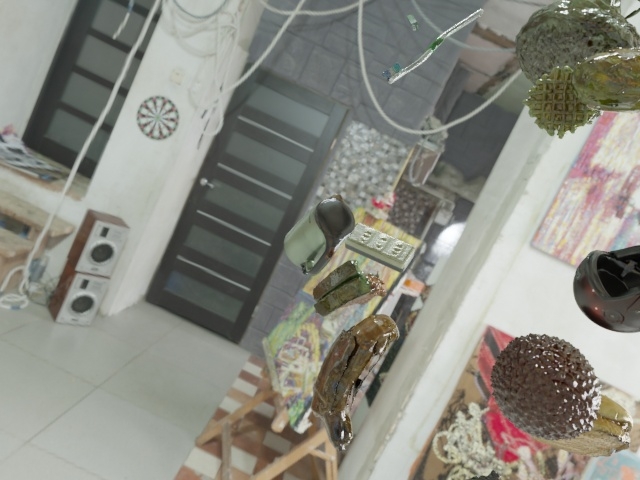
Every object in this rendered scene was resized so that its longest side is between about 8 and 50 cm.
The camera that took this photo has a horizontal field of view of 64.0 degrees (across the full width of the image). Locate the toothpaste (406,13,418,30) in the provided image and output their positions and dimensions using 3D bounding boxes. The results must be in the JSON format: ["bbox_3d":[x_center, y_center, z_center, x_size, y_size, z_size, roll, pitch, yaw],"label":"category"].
[{"bbox_3d":[0.248,-0.588,1.380,0.083,0.017,0.020,-92,163,-53],"label":"toothpaste"}]

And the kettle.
[{"bbox_3d":[0.000,0.000,1.696,0.165,0.240,0.255,18,-31,-22],"label":"kettle"}]

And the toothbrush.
[{"bbox_3d":[0.337,-0.566,1.484,0.040,0.418,0.042,53,-19,-1],"label":"toothbrush"}]

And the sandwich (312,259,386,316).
[{"bbox_3d":[0.080,0.142,1.481,0.160,0.185,0.109,14,48,-58],"label":"sandwich"}]

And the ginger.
[{"bbox_3d":[0.063,0.297,1.141,0.133,0.309,0.107,30,0,-23],"label":"ginger"}]

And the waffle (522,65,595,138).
[{"bbox_3d":[0.667,-0.383,1.421,0.183,0.169,0.036,50,27,17],"label":"waffle"}]

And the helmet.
[{"bbox_3d":[0.700,0.116,1.192,0.216,0.193,0.189,29,48,6],"label":"helmet"}]

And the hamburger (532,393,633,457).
[{"bbox_3d":[0.786,0.558,1.586,0.284,0.174,0.304,19,-21,12],"label":"hamburger"}]

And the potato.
[{"bbox_3d":[0.758,-0.389,1.240,0.299,0.176,0.141,-7,-28,-5],"label":"potato"}]

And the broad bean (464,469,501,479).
[{"bbox_3d":[0.148,0.363,0.691,0.070,0.214,0.048,50,19,-25],"label":"broad bean"}]

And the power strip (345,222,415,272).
[{"bbox_3d":[0.215,0.023,1.914,0.257,0.070,0.105,23,50,20],"label":"power strip"}]

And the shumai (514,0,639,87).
[{"bbox_3d":[0.881,-0.678,1.685,0.395,0.348,0.395,34,-18,13],"label":"shumai"}]

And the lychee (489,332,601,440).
[{"bbox_3d":[0.586,0.377,1.340,0.276,0.276,0.304,33,-15,49],"label":"lychee"}]

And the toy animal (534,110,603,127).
[{"bbox_3d":[0.737,-0.361,1.503,0.220,0.086,0.069,-11,-16,-1],"label":"toy animal"}]
